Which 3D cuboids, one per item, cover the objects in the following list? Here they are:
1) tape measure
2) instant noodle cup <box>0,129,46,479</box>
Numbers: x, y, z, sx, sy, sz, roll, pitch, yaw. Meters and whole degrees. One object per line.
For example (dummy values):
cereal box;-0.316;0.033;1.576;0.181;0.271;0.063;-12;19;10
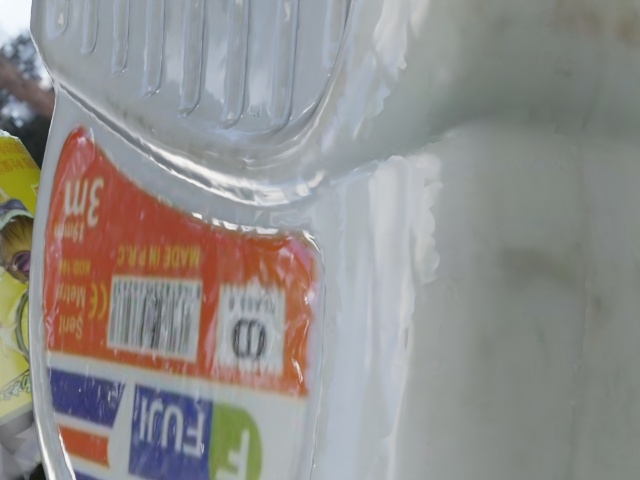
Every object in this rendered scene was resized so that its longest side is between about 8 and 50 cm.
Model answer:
tape measure;0.000;0.000;0.440;0.258;0.130;0.265;0;87;57
instant noodle cup;-0.191;0.071;0.826;0.215;0.236;0.215;-28;-4;-2
